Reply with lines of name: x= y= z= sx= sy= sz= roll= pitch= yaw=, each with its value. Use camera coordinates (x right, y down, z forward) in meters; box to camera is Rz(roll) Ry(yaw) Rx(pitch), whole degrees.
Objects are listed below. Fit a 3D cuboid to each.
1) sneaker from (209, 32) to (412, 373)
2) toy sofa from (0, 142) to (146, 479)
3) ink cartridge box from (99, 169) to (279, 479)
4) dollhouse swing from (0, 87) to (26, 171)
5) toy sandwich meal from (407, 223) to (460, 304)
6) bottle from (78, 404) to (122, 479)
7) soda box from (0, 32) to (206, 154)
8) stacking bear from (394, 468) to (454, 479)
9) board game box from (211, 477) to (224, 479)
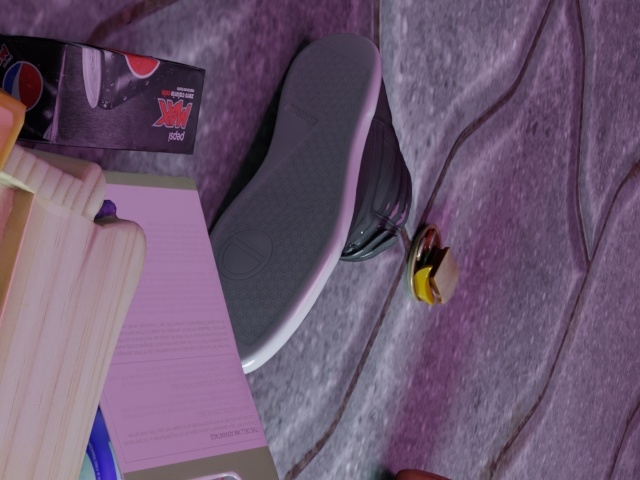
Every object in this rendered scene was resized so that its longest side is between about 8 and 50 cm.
sneaker: x=0.000 y=0.000 z=1.270 sx=0.147 sy=0.104 sz=0.295 roll=63 pitch=39 yaw=-48
toy sofa: x=-0.215 y=0.121 z=0.770 sx=0.177 sy=0.150 sz=0.362 roll=32 pitch=70 yaw=-71
ink cartridge box: x=-0.105 y=0.075 z=0.982 sx=0.171 sy=0.056 sz=0.235 roll=2 pitch=71 yaw=-63
dollhouse swing: x=-0.285 y=0.053 z=0.483 sx=0.315 sy=0.305 sz=0.347 roll=25 pitch=92 yaw=-37
toy sandwich meal: x=0.110 y=0.025 z=1.636 sx=0.085 sy=0.029 sz=0.085 roll=11 pitch=90 yaw=-67
bottle: x=-0.164 y=0.149 z=0.971 sx=0.283 sy=0.092 sz=0.118 roll=-33 pitch=127 yaw=-60
soda box: x=-0.131 y=-0.084 z=0.995 sx=0.169 sy=0.053 sz=0.060 roll=-3 pitch=103 yaw=-67
stacking bear: x=0.089 y=0.378 z=1.601 sx=0.289 sy=0.175 sz=0.164 roll=-65 pitch=156 yaw=-14
board game box: x=-0.117 y=0.209 z=1.194 sx=0.103 sy=0.026 sz=0.154 roll=77 pitch=33 yaw=-43
